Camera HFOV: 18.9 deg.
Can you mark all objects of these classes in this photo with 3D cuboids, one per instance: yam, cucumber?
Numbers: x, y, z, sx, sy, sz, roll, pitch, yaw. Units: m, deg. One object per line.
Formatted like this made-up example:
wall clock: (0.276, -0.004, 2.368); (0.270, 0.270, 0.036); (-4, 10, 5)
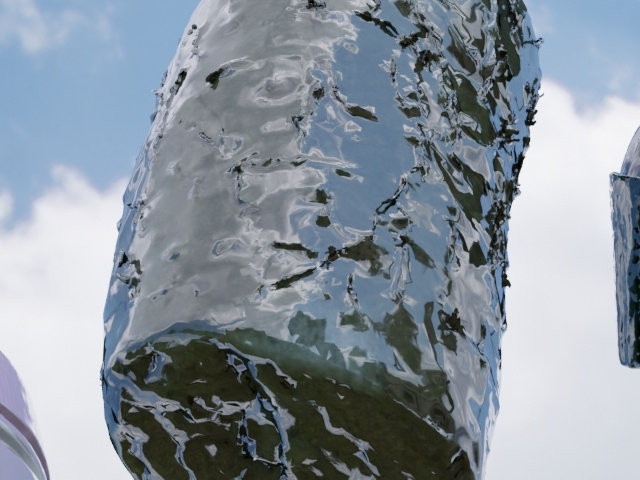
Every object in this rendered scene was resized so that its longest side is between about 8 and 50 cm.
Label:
yam: (0.000, 0.000, 0.484); (0.107, 0.183, 0.107); (4, -52, 5)
cucumber: (0.215, 0.016, 1.094); (0.062, 0.116, 0.115); (-5, -87, -59)

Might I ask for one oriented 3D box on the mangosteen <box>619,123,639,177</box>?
mangosteen: (0.341, -0.034, 1.566); (0.210, 0.210, 0.210); (-12, -59, -20)

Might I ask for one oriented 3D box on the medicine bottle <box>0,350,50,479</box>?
medicine bottle: (-0.243, 0.204, 1.090); (0.202, 0.316, 0.202); (-7, -58, -11)
